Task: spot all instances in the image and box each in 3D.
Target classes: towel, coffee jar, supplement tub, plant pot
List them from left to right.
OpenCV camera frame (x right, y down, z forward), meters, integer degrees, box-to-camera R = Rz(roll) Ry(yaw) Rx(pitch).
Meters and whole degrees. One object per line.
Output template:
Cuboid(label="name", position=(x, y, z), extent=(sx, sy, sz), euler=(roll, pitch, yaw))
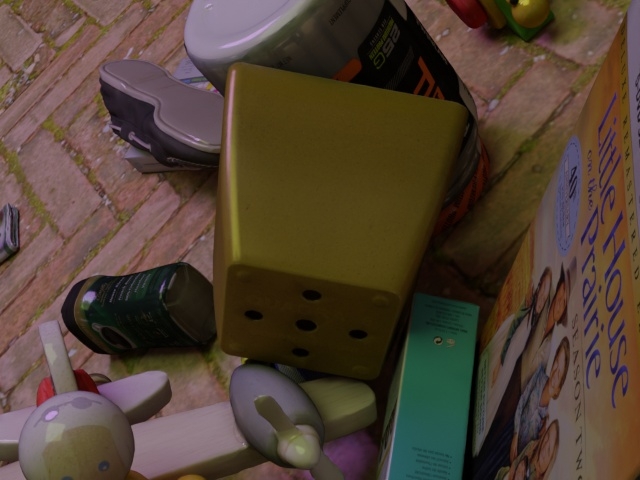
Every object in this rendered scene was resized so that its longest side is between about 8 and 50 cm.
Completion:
Cuboid(label="towel", position=(-0.517, 0.018, 1.707), extent=(0.152, 0.023, 0.113), euler=(-35, 37, 12))
Cuboid(label="coffee jar", position=(-0.208, 0.080, 1.302), extent=(0.184, 0.096, 0.079), euler=(-9, 46, 36))
Cuboid(label="plant pot", position=(0.000, 0.000, 1.001), extent=(0.212, 0.212, 0.187), euler=(11, 53, -1))
Cuboid(label="supplement tub", position=(0.029, -0.146, 1.120), extent=(0.193, 0.316, 0.194), euler=(-25, 42, 24))

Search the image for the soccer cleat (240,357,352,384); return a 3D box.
Cuboid(label="soccer cleat", position=(-0.057, 0.075, 1.174), extent=(0.121, 0.093, 0.289), euler=(-48, 36, 4))

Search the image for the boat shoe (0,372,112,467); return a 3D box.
Cuboid(label="boat shoe", position=(-0.292, 0.227, 1.265), extent=(0.178, 0.064, 0.060), euler=(-46, 35, -8))

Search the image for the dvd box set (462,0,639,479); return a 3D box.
Cuboid(label="dvd box set", position=(0.167, 0.093, 0.734), extent=(0.062, 0.420, 0.308), euler=(10, 52, -2))

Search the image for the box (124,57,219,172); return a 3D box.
Cuboid(label="box", position=(-0.174, -0.179, 1.569), extent=(0.145, 0.038, 0.186), euler=(1, 56, 42))

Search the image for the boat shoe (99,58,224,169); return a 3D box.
Cuboid(label="boat shoe", position=(-0.188, -0.145, 1.463), extent=(0.112, 0.096, 0.335), euler=(-18, 33, -28))

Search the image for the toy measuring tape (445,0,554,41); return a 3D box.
Cuboid(label="toy measuring tape", position=(0.172, -0.332, 1.336), extent=(0.121, 0.121, 0.330), euler=(-40, 37, 5))

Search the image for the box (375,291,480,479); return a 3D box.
Cuboid(label="box", position=(0.083, 0.172, 0.933), extent=(0.060, 0.100, 0.244), euler=(11, 54, 1))

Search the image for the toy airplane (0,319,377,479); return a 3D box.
Cuboid(label="toy airplane", position=(-0.186, 0.201, 0.937), extent=(0.384, 0.272, 0.386), euler=(18, 50, 17))
